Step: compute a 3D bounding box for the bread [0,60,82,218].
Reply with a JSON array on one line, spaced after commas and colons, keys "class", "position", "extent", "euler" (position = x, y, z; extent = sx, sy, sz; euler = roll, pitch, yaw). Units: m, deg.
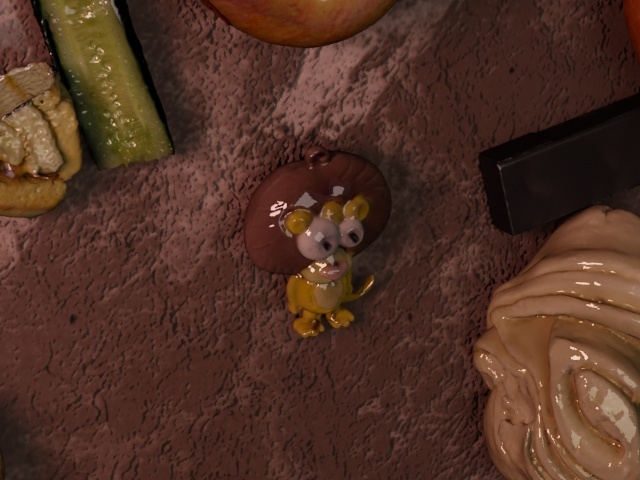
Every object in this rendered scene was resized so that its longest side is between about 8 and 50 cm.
[{"class": "bread", "position": [-0.270, -0.067, 1.634], "extent": [0.156, 0.103, 0.110], "euler": [-32, 126, -8]}]

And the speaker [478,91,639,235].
[{"class": "speaker", "position": [0.263, -0.082, 1.902], "extent": [0.218, 0.044, 0.082], "euler": [-22, 111, -19]}]

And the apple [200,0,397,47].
[{"class": "apple", "position": [-0.019, -0.269, 1.642], "extent": [0.211, 0.188, 0.211], "euler": [-5, 106, -20]}]

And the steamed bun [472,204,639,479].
[{"class": "steamed bun", "position": [0.298, 0.135, 1.885], "extent": [0.276, 0.203, 0.289], "euler": [29, 90, -28]}]

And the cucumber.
[{"class": "cucumber", "position": [-0.191, -0.163, 1.667], "extent": [0.078, 0.062, 0.211], "euler": [-17, 119, 3]}]

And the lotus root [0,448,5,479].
[{"class": "lotus root", "position": [-0.352, 0.173, 1.638], "extent": [0.138, 0.138, 0.214], "euler": [-31, 113, -15]}]

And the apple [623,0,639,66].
[{"class": "apple", "position": [0.421, -0.219, 1.820], "extent": [0.242, 0.241, 0.242], "euler": [7, 78, -34]}]

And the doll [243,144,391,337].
[{"class": "doll", "position": [0.008, -0.002, 1.780], "extent": [0.145, 0.096, 0.188], "euler": [-34, 125, -5]}]
